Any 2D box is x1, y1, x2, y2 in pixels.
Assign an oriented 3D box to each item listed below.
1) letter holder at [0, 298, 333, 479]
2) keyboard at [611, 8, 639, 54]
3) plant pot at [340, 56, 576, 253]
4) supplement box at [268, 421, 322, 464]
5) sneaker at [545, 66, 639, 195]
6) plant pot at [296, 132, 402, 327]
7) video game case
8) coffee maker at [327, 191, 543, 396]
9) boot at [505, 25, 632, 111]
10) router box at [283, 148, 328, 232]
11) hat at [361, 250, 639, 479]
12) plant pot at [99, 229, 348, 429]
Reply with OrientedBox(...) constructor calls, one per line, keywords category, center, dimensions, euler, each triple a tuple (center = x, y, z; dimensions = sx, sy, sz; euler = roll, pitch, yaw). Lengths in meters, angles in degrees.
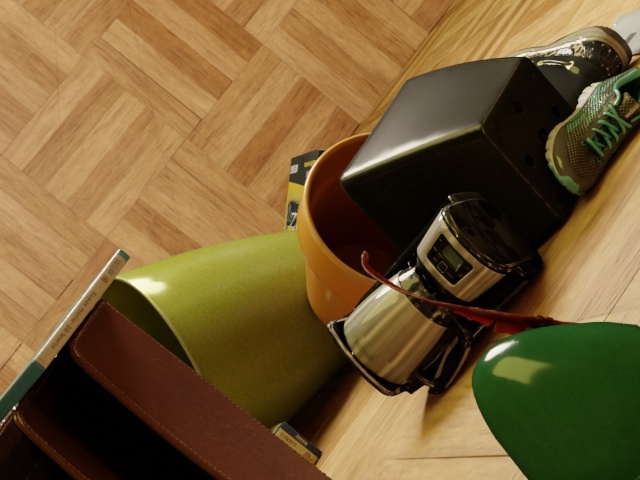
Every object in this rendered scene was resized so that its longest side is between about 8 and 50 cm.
OrientedBox(category="letter holder", center=(-0.150, 0.233, 1.351), dimensions=(0.152, 0.302, 0.214), euler=(-49, 7, 18))
OrientedBox(category="keyboard", center=(0.367, -0.242, 1.730), dimensions=(0.072, 0.014, 0.256), euler=(-56, 6, 0))
OrientedBox(category="plant pot", center=(0.166, -0.077, 1.502), dimensions=(0.167, 0.187, 0.188), euler=(-27, 23, 48))
OrientedBox(category="supplement box", center=(-0.054, 0.255, 1.655), dimensions=(0.083, 0.056, 0.083), euler=(-54, 7, -23))
OrientedBox(category="sneaker", center=(0.274, -0.113, 1.440), dimensions=(0.076, 0.065, 0.166), euler=(-36, 18, 49))
OrientedBox(category="plant pot", center=(0.064, 0.015, 1.670), dimensions=(0.205, 0.205, 0.188), euler=(-55, -8, -34))
OrientedBox(category="video game case", center=(-0.240, 0.090, 1.351), dimensions=(0.119, 0.015, 0.166), euler=(-46, 9, 41))
OrientedBox(category="coffee maker", center=(0.113, 0.043, 1.412), dimensions=(0.178, 0.120, 0.171), euler=(-48, 7, 23))
OrientedBox(category="boot", center=(0.231, -0.140, 1.689), dimensions=(0.236, 0.085, 0.179), euler=(-23, 27, 52))
OrientedBox(category="router box", center=(0.000, 0.000, 2.103), dimensions=(0.309, 0.081, 0.243), euler=(-179, 95, -82))
OrientedBox(category="hat", center=(0.118, 0.069, 0.937), dimensions=(0.208, 0.183, 0.173), euler=(-44, 10, 47))
OrientedBox(category="plant pot", center=(-0.073, 0.107, 1.818), dimensions=(0.293, 0.275, 0.275), euler=(-27, -5, -26))
